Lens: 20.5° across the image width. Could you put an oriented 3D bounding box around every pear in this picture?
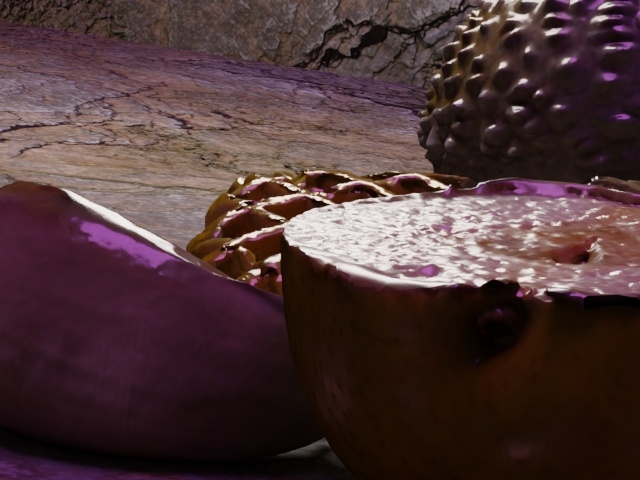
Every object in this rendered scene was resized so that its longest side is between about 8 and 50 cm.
[{"bbox_3d":[0.144,0.083,1.037,0.340,0.191,0.386,8,11,23],"label":"pear"}]

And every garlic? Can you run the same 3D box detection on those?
[{"bbox_3d":[-0.094,0.055,1.142,0.338,0.151,0.196,14,12,7],"label":"garlic"}]

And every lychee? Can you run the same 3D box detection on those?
[{"bbox_3d":[0.313,-0.159,1.946,0.432,0.380,0.380,-7,2,31],"label":"lychee"}]

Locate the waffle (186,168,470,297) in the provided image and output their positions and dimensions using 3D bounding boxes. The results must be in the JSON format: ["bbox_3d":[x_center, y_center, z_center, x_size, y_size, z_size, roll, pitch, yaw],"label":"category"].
[{"bbox_3d":[0.071,0.017,1.514,0.379,0.095,0.382,5,18,2],"label":"waffle"}]

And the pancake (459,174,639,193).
[{"bbox_3d":[0.254,-0.007,1.479,0.286,0.033,0.288,14,20,13],"label":"pancake"}]
